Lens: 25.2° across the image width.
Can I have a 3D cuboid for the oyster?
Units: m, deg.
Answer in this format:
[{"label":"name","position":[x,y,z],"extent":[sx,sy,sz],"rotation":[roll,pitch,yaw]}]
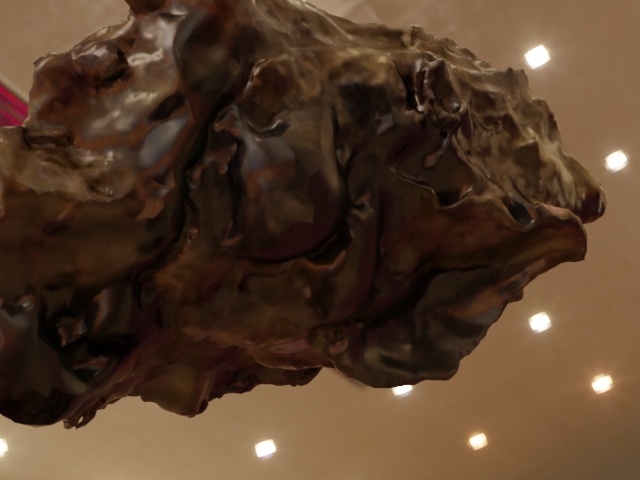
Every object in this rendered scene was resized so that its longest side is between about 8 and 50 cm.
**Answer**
[{"label":"oyster","position":[0.008,0.004,0.682],"extent":[0.361,0.096,0.221],"rotation":[11,-75,-39]}]
